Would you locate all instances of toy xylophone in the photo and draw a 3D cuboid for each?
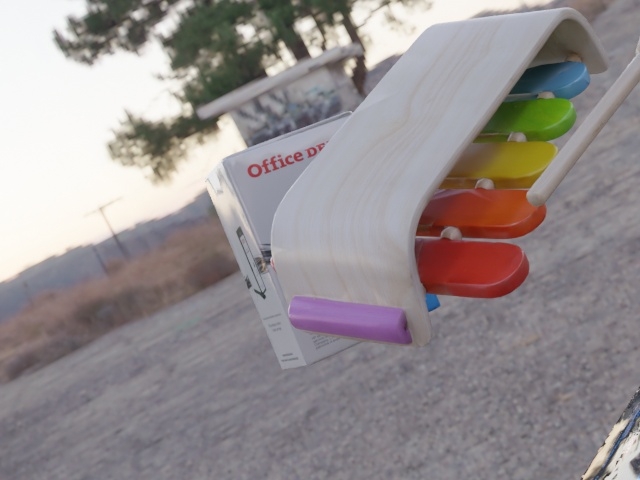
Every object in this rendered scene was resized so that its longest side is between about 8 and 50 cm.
[{"bbox_3d":[0.106,-0.061,0.738,0.236,0.081,0.323,11,49,48],"label":"toy xylophone"}]

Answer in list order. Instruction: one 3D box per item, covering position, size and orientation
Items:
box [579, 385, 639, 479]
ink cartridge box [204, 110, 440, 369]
[{"bbox_3d":[0.354,0.169,0.991,0.295,0.073,0.293,-50,-4,-19],"label":"box"},{"bbox_3d":[0.000,0.000,1.027,0.148,0.203,0.086,-21,-2,-21],"label":"ink cartridge box"}]
